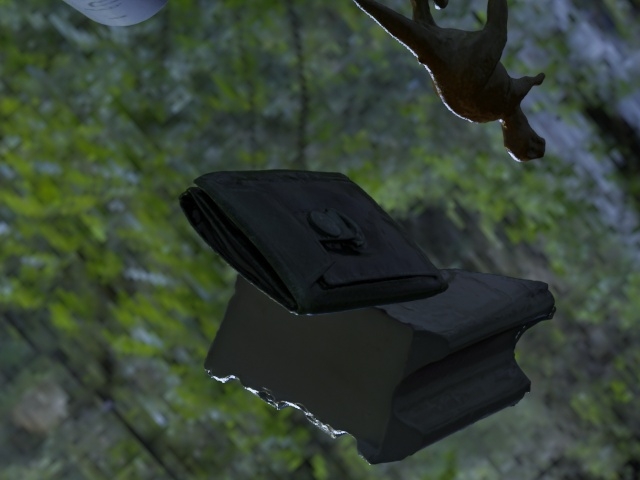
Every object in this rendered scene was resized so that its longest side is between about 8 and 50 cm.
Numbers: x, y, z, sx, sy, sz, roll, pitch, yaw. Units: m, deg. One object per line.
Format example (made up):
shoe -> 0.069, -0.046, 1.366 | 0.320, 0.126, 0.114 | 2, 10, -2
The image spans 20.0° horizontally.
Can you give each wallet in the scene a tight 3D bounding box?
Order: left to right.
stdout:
wallet -> 0.001, -0.002, 1.562 | 0.236, 0.160, 0.055 | -7, 137, -55

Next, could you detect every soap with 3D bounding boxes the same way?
soap -> 0.065, 0.098, 1.945 | 0.302, 0.258, 0.159 | -11, 118, -56

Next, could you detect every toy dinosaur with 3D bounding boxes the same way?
toy dinosaur -> 0.073, -0.090, 1.002 | 0.039, 0.126, 0.162 | 4, -162, 42

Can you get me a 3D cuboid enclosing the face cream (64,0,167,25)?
face cream -> -0.165, -0.206, 1.167 | 0.092, 0.092, 0.311 | -40, 172, 4
